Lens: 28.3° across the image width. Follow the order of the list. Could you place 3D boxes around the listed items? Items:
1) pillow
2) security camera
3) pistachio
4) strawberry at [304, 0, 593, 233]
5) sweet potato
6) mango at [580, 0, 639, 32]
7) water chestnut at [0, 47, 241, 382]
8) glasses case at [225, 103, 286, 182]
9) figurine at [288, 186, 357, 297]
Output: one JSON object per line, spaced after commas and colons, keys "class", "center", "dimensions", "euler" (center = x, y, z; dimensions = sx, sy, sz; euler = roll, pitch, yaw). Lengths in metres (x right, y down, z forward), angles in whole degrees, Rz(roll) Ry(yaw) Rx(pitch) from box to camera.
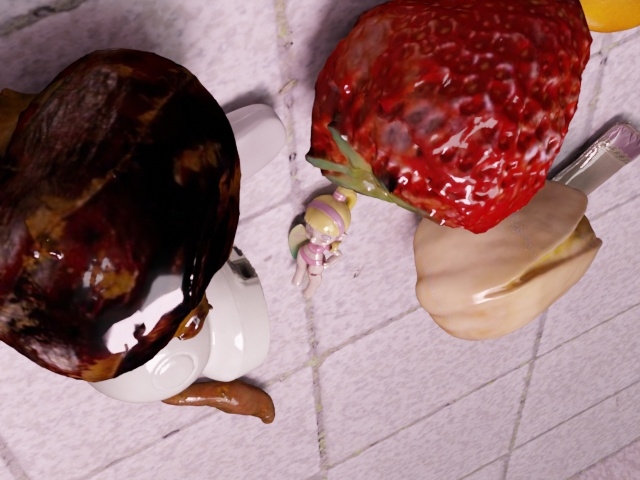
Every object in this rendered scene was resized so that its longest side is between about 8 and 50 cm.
{"class": "pillow", "center": [0.425, -0.105, 2.055], "dimensions": [0.232, 0.038, 0.130], "euler": [-41, 148, 18]}
{"class": "security camera", "center": [-0.204, 0.108, 1.589], "dimensions": [0.236, 0.194, 0.194], "euler": [-15, 147, -29]}
{"class": "pistachio", "center": [0.274, 0.019, 1.907], "dimensions": [0.321, 0.238, 0.229], "euler": [-28, 110, -29]}
{"class": "strawberry", "center": [0.146, -0.172, 1.443], "dimensions": [0.292, 0.292, 0.310], "euler": [10, 104, -52]}
{"class": "sweet potato", "center": [-0.143, 0.251, 2.015], "dimensions": [0.078, 0.058, 0.255], "euler": [-26, 154, 31]}
{"class": "mango", "center": [0.339, -0.331, 1.554], "dimensions": [0.219, 0.112, 0.145], "euler": [17, 125, -41]}
{"class": "water chestnut", "center": [-0.245, -0.045, 1.257], "dimensions": [0.335, 0.347, 0.335], "euler": [-64, -178, 4]}
{"class": "glasses case", "center": [-0.147, -0.082, 1.488], "dimensions": [0.233, 0.059, 0.092], "euler": [-30, 150, -4]}
{"class": "figurine", "center": [0.000, 0.000, 1.761], "dimensions": [0.083, 0.083, 0.187], "euler": [-15, 140, -30]}
